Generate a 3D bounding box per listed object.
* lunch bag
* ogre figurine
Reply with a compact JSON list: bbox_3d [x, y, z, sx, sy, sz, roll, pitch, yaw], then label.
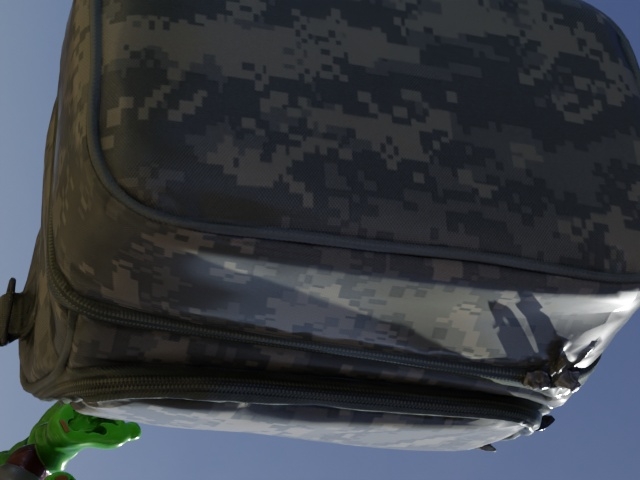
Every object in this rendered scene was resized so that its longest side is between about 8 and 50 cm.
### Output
[{"bbox_3d":[0.000,0.000,0.777,0.256,0.305,0.212,119,-28,-51],"label":"lunch bag"},{"bbox_3d":[-0.170,0.155,0.862,0.118,0.097,0.197,-37,-137,31],"label":"ogre figurine"}]
